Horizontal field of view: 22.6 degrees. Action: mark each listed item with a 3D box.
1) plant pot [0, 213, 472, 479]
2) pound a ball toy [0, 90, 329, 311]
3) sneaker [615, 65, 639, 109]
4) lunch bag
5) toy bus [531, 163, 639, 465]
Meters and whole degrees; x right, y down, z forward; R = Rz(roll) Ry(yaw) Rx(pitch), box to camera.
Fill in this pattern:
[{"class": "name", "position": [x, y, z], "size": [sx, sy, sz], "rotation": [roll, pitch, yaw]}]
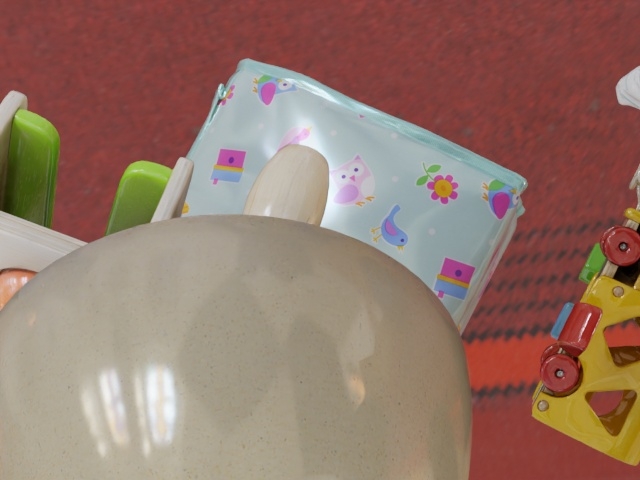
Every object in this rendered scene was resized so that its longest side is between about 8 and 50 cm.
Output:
[{"class": "plant pot", "position": [-0.050, 0.153, 0.846], "size": [0.284, 0.191, 0.284], "rotation": [-3, 131, -3]}, {"class": "pound a ball toy", "position": [-0.137, 0.049, 1.029], "size": [0.208, 0.136, 0.319], "rotation": [21, 142, -1]}, {"class": "sneaker", "position": [0.327, -0.127, 1.402], "size": [0.061, 0.152, 0.054], "rotation": [-16, 64, 62]}, {"class": "lunch bag", "position": [0.000, 0.000, 1.262], "size": [0.262, 0.160, 0.223], "rotation": [26, 84, 10]}, {"class": "toy bus", "position": [0.229, 0.061, 1.147], "size": [0.104, 0.191, 0.202], "rotation": [27, 140, 6]}]
